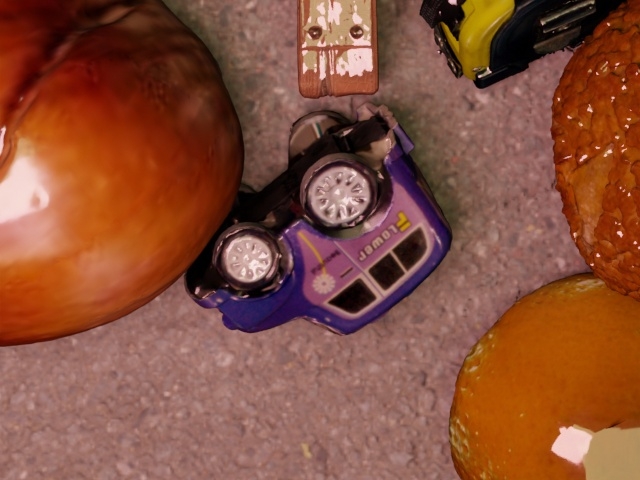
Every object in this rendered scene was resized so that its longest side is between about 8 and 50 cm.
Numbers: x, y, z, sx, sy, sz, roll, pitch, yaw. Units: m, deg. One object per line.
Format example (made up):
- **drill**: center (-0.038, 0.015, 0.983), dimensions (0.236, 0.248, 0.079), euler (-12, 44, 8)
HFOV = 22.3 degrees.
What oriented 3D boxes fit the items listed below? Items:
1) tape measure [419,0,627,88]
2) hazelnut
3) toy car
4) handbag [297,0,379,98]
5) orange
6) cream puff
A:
- **tape measure**: center (0.183, -0.218, 1.383), dimensions (0.199, 0.186, 0.112), euler (-26, 72, 0)
- **hazelnut**: center (-0.247, -0.080, 1.329), dimensions (0.372, 0.315, 0.372), euler (6, 63, -11)
- **toy car**: center (0.000, 0.000, 1.411), dimensions (0.235, 0.172, 0.158), euler (-37, 108, 5)
- **handbag**: center (0.014, -0.220, 1.400), dimensions (0.072, 0.151, 0.193), euler (-3, 95, 2)
- **orange**: center (0.281, 0.183, 1.427), dimensions (0.262, 0.196, 0.334), euler (-40, 86, -12)
- **cream puff**: center (0.293, -0.081, 1.338), dimensions (0.212, 0.303, 0.303), euler (6, 93, 3)
